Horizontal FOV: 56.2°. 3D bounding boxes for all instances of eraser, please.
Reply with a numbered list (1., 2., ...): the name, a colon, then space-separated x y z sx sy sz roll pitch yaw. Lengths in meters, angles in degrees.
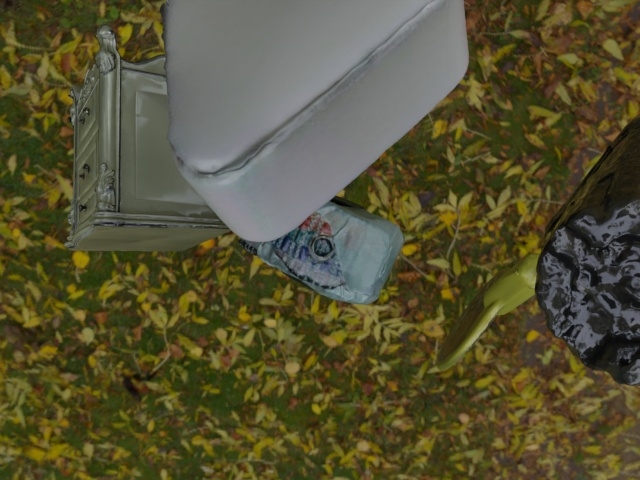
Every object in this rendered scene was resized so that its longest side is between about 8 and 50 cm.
1. eraser: -0.040 -0.157 0.628 0.330 0.332 0.150 -15 150 9

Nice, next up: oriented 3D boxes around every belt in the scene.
1. belt: 0.000 0.000 0.921 0.207 0.257 0.150 23 91 -51

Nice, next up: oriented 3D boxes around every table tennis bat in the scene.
1. table tennis bat: 0.293 0.116 1.040 0.054 0.224 0.369 36 155 7

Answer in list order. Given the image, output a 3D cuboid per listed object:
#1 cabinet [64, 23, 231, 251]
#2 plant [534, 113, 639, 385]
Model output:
1. cabinet: -0.315 -0.155 1.060 0.227 0.289 0.318 1 82 -31
2. plant: 0.238 0.004 0.398 0.164 0.256 0.142 43 123 23
